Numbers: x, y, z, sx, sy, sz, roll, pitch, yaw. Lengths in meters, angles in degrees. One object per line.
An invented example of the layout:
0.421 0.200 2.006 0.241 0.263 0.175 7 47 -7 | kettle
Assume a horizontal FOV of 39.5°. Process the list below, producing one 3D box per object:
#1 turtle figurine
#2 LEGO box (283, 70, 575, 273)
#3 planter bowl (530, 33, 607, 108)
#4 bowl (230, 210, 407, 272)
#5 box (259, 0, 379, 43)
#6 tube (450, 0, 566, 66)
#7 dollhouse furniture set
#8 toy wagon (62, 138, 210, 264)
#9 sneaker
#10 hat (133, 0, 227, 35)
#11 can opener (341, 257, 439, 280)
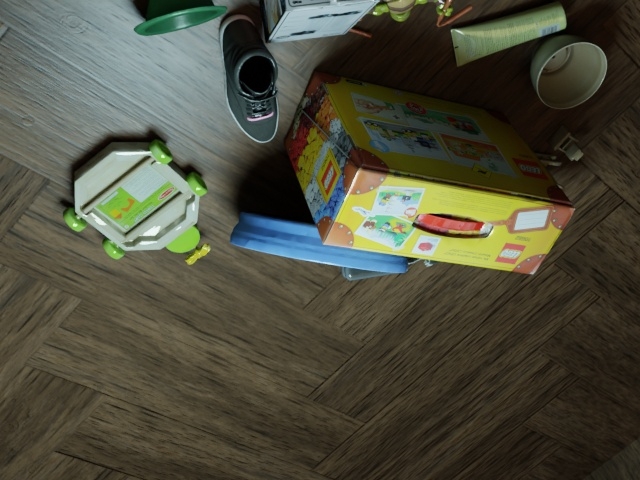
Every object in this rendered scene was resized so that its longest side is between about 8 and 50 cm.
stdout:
0.169 -0.477 1.740 0.270 0.087 0.217 -5 175 2 | turtle figurine
0.218 -0.142 1.883 0.501 0.372 0.193 8 126 -24 | LEGO box
0.527 -0.385 1.957 0.162 0.109 0.162 -10 131 -11 | planter bowl
0.000 0.000 1.951 0.391 0.391 0.077 8 93 -24 | bowl
-0.009 -0.436 1.622 0.169 0.290 0.087 -9 94 -9 | box
0.399 -0.447 1.903 0.240 0.062 0.070 -18 89 3 | tube
0.552 -0.167 2.099 0.101 0.182 0.161 22 119 -32 | dollhouse furniture set
-0.377 -0.067 1.955 0.267 0.068 0.344 -35 131 13 | toy wagon
-0.133 -0.290 1.794 0.105 0.146 0.295 -17 133 -7 | sneaker
-0.272 -0.491 1.631 0.173 0.209 0.183 -21 99 -43 | hat
0.189 0.041 2.243 0.281 0.074 0.093 -13 97 -10 | can opener
